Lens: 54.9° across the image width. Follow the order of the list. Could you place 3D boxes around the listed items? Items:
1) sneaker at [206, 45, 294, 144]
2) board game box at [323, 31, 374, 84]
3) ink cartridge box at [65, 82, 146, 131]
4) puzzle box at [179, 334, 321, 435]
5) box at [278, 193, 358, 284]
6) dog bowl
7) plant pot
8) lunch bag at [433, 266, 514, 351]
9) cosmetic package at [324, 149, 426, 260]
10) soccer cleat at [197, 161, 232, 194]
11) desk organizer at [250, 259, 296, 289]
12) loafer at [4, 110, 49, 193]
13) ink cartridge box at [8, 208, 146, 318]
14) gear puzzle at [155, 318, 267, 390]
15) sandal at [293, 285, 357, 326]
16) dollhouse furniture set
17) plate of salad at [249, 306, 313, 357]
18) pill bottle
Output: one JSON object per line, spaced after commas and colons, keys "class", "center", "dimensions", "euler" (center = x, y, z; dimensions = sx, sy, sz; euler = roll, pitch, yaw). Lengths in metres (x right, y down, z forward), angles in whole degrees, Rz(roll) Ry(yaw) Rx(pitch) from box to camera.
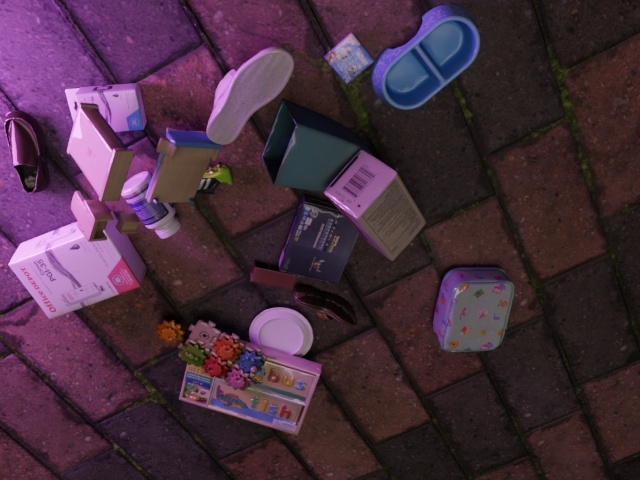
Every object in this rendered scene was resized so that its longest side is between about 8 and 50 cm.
{"class": "sneaker", "center": [-0.171, -0.376, 1.446], "dimensions": [0.108, 0.169, 0.292], "euler": [29, 129, -30]}
{"class": "board game box", "center": [0.070, -0.449, 1.524], "dimensions": [0.090, 0.020, 0.090], "euler": [-39, 117, 14]}
{"class": "ink cartridge box", "center": [-0.528, -0.320, 1.507], "dimensions": [0.180, 0.060, 0.104], "euler": [-6, 122, -4]}
{"class": "puzzle box", "center": [-0.224, 0.447, 1.944], "dimensions": [0.408, 0.052, 0.272], "euler": [17, 117, -1]}
{"class": "box", "center": [0.000, 0.000, 1.753], "dimensions": [0.183, 0.059, 0.233], "euler": [15, 117, -16]}
{"class": "dog bowl", "center": [0.263, -0.442, 1.519], "dimensions": [0.297, 0.074, 0.166], "euler": [-39, 117, 15]}
{"class": "plant pot", "center": [-0.001, -0.225, 1.570], "dimensions": [0.234, 0.165, 0.166], "euler": [11, 119, -23]}
{"class": "lunch bag", "center": [0.475, 0.216, 1.904], "dimensions": [0.223, 0.108, 0.279], "euler": [-3, 122, -11]}
{"class": "cosmetic package", "center": [0.148, -0.083, 1.589], "dimensions": [0.153, 0.129, 0.296], "euler": [-49, 148, -3]}
{"class": "soccer cleat", "center": [-0.320, -0.148, 1.633], "dimensions": [0.178, 0.060, 0.072], "euler": [-18, 122, 1]}
{"class": "desk organizer", "center": [-0.137, 0.101, 1.804], "dimensions": [0.130, 0.047, 0.050], "euler": [13, 115, -13]}
{"class": "loafer", "center": [-0.729, -0.213, 1.535], "dimensions": [0.080, 0.078, 0.220], "euler": [-7, 121, -2]}
{"class": "ink cartridge box", "center": [-0.656, 0.069, 1.685], "dimensions": [0.282, 0.117, 0.207], "euler": [-20, 120, 5]}
{"class": "gear puzzle", "center": [-0.336, 0.330, 1.844], "dimensions": [0.338, 0.044, 0.176], "euler": [30, 115, -8]}
{"class": "sandal", "center": [0.011, 0.206, 1.862], "dimensions": [0.219, 0.090, 0.060], "euler": [20, 132, -19]}
{"class": "dollhouse furniture set", "center": [-0.436, -0.176, 1.521], "dimensions": [0.303, 0.198, 0.287], "euler": [-6, 135, -45]}
{"class": "plate of salad", "center": [-0.121, 0.290, 1.915], "dimensions": [0.199, 0.048, 0.200], "euler": [1, 113, 3]}
{"class": "pill bottle", "center": [-0.444, -0.090, 1.630], "dimensions": [0.094, 0.094, 0.169], "euler": [-26, 119, 9]}
